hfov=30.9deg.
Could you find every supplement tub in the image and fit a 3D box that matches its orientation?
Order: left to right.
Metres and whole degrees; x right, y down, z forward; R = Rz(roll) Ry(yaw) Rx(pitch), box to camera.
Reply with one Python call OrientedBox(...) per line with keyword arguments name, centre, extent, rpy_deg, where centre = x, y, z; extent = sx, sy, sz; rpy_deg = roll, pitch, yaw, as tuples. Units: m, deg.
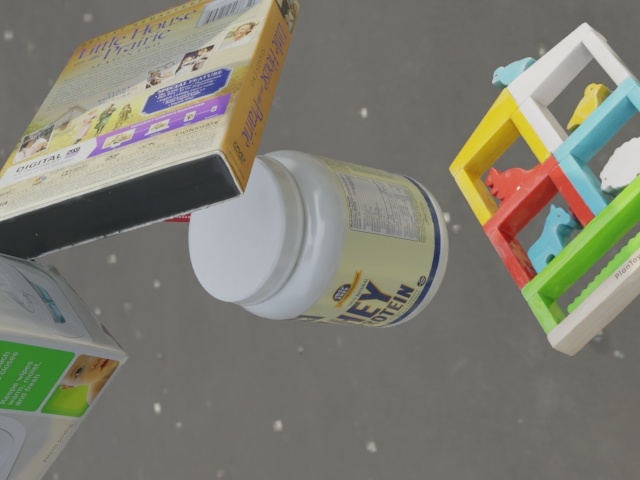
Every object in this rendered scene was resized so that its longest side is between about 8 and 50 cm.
OrientedBox(name="supplement tub", centre=(0.000, 0.000, 1.643), extent=(0.235, 0.325, 0.235), rpy_deg=(-8, 78, 45))

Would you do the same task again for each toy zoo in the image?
OrientedBox(name="toy zoo", centre=(0.220, -0.066, 1.030), extent=(0.192, 0.030, 0.293), rpy_deg=(-49, 39, 23))

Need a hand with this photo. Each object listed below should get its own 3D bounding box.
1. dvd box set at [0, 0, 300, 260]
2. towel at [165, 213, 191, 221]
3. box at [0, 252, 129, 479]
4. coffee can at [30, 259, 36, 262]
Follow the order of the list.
OrientedBox(name="dvd box set", centre=(-0.195, -0.149, 1.308), extent=(0.308, 0.420, 0.062), rpy_deg=(-16, 123, 18))
OrientedBox(name="towel", centre=(-0.254, -0.145, 1.874), extent=(0.031, 0.199, 0.275), rpy_deg=(-105, 21, -50))
OrientedBox(name="box", centre=(-0.312, 0.129, 0.822), extent=(0.127, 0.231, 0.262), rpy_deg=(42, 100, 31))
OrientedBox(name="coffee can", centre=(-0.441, 0.113, 1.316), extent=(0.275, 0.201, 0.201), rpy_deg=(-23, 77, 54))
